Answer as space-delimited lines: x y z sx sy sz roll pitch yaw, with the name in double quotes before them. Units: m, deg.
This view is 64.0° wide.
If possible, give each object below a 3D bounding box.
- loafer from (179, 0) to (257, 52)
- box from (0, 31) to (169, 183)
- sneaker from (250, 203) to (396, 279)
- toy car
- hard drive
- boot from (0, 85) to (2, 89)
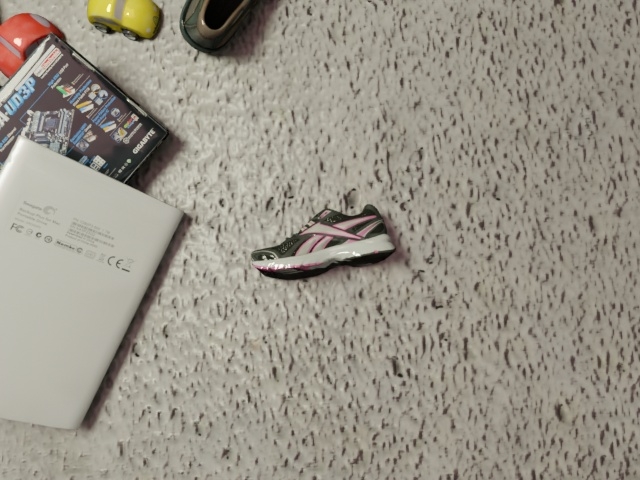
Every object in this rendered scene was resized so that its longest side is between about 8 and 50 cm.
"loafer" -0.088 -0.364 0.655 0.096 0.084 0.268 27 91 -27
"box" -0.331 -0.115 0.648 0.175 0.051 0.220 41 89 -17
"sneaker" 0.000 0.000 0.649 0.178 0.072 0.077 -9 73 -5
"toy car" -0.358 -0.354 0.697 0.238 0.053 0.225 -18 85 2
"hard drive" -0.323 0.061 0.613 0.203 0.040 0.308 27 87 -34
"boot" -0.563 -0.146 0.671 0.246 0.094 0.207 19 83 -1
